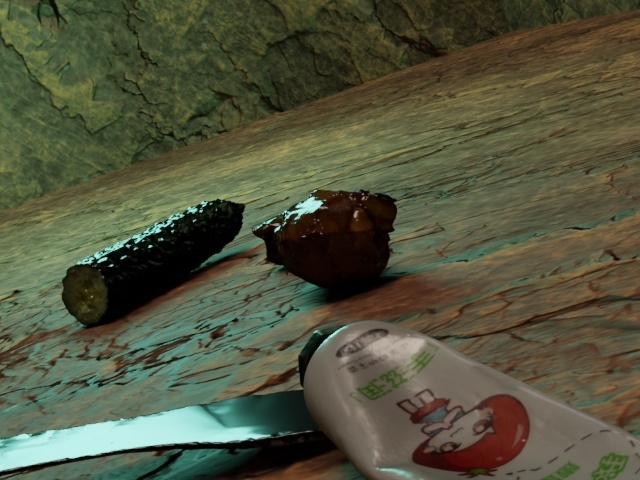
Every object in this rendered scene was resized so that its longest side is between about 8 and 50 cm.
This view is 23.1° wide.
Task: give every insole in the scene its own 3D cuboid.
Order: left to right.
[{"bbox_3d":[-0.103,0.130,1.050,0.348,0.009,0.119,-8,9,-2],"label":"insole"}]

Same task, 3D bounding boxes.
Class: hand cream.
[{"bbox_3d":[0.079,0.109,0.867,0.121,0.076,0.336,-23,19,-20],"label":"hand cream"}]

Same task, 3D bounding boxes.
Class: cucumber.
[{"bbox_3d":[-0.175,0.016,1.749,0.072,0.072,0.300,-9,12,36],"label":"cucumber"}]

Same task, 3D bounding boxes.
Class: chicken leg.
[{"bbox_3d":[0.000,0.000,1.546,0.113,0.093,0.304,0,-1,-10],"label":"chicken leg"}]
